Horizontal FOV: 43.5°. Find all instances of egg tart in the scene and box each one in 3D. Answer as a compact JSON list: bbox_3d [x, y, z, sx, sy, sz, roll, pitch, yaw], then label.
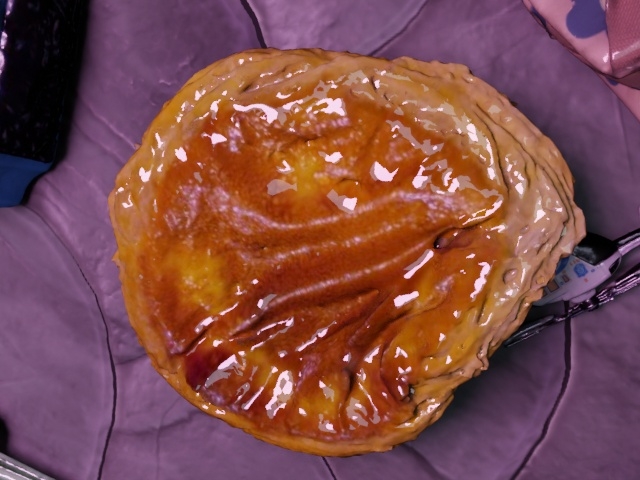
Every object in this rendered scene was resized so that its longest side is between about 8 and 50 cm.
[{"bbox_3d":[0.000,0.000,0.657,0.339,0.153,0.352,28,107,2],"label":"egg tart"}]

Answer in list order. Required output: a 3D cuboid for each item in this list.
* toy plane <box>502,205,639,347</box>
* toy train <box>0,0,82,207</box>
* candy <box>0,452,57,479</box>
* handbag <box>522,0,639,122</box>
[{"bbox_3d":[0.224,0.016,0.665,0.197,0.053,0.078,-28,94,16],"label":"toy plane"},{"bbox_3d":[-0.367,-0.192,0.746,0.265,0.188,0.300,10,93,10],"label":"toy train"},{"bbox_3d":[-0.267,0.250,0.802,0.335,0.093,0.092,23,113,5],"label":"candy"},{"bbox_3d":[0.257,-0.209,0.534,0.251,0.190,0.193,-32,57,27],"label":"handbag"}]
